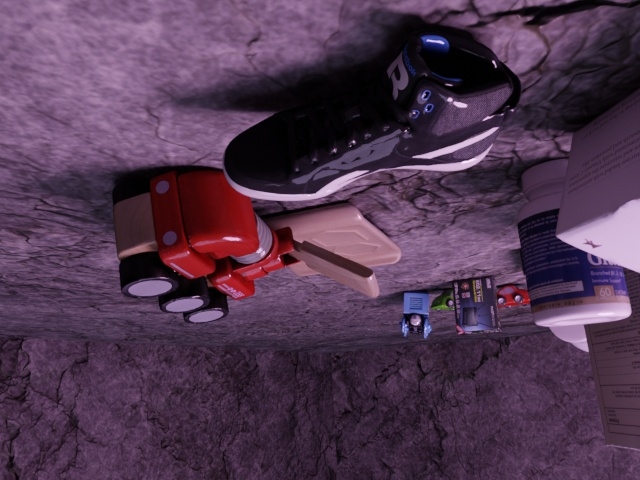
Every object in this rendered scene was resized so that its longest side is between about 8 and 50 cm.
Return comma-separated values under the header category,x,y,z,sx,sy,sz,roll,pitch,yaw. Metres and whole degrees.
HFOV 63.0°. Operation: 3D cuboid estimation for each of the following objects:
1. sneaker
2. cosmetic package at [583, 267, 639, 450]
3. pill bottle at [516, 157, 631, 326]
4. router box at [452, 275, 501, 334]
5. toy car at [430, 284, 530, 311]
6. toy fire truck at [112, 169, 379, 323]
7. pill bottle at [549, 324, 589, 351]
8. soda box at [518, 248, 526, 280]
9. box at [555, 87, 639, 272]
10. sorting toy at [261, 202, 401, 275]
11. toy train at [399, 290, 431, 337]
category,x,y,z,sx,sy,sz,roll,pitch,yaw
sneaker,0.030,-0.094,0.371,0.217,0.079,0.121,-10,161,-3
cosmetic package,0.407,0.087,0.627,0.113,0.309,0.160,-2,165,-5
pill bottle,0.265,0.003,0.562,0.094,0.169,0.094,-3,164,-1
router box,0.348,0.145,1.166,0.092,0.122,0.038,-11,158,26
toy car,0.380,0.148,1.311,0.225,0.053,0.239,4,162,-20
toy fire truck,-0.076,0.011,0.595,0.246,0.158,0.217,-17,157,6
pill bottle,0.692,0.183,1.260,0.318,0.176,0.176,8,161,-34
soda box,0.414,0.054,0.982,0.060,0.053,0.169,-10,163,24
box,0.323,-0.045,0.407,0.182,0.119,0.181,21,161,-7
sorting toy,0.000,0.000,0.764,0.193,0.038,0.208,-10,158,22
toy train,0.248,0.193,1.348,0.080,0.105,0.184,3,165,13
